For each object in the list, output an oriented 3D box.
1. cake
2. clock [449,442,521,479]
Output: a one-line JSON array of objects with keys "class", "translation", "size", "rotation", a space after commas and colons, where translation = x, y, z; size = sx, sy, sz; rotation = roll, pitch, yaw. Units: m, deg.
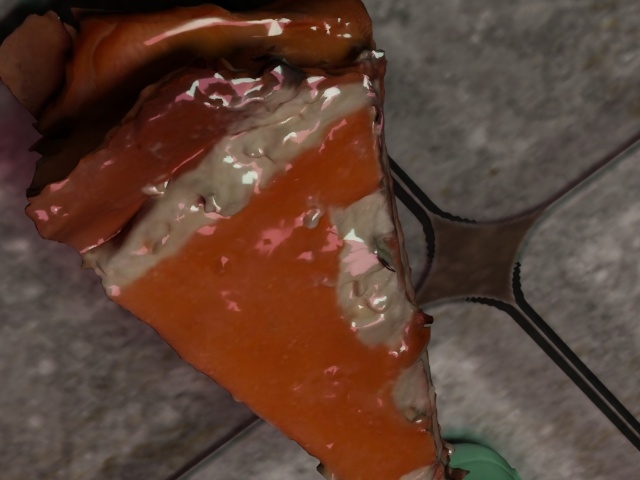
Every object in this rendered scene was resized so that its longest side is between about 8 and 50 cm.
[{"class": "cake", "translation": [0.002, 0.004, 0.755], "size": [0.135, 0.098, 0.287], "rotation": [-34, 134, 7]}, {"class": "clock", "translation": [0.034, 0.188, 0.958], "size": [0.188, 0.060, 0.148], "rotation": [-32, 135, 7]}]
